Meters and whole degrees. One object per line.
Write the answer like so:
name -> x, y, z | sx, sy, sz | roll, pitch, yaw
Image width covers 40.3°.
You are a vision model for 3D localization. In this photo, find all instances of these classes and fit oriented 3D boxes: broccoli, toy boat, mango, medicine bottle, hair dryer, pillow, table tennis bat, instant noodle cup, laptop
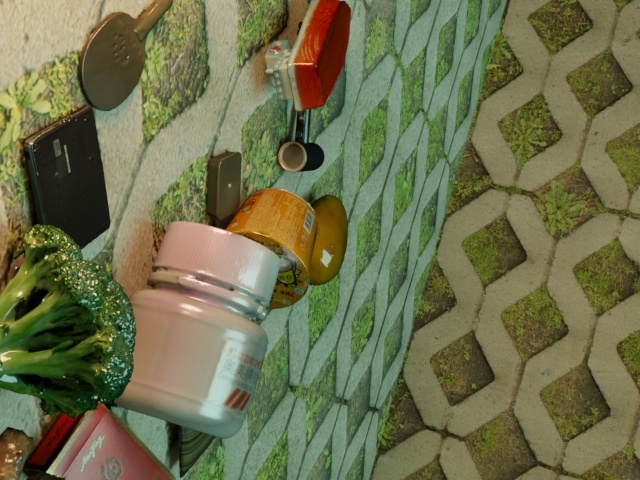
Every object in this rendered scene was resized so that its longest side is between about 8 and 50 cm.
broccoli -> -0.377, 0.117, 1.155 | 0.254, 0.269, 0.269 | -44, -170, 49
toy boat -> -0.026, -0.408, 1.821 | 0.332, 0.133, 0.145 | -71, 157, -44
mango -> -0.002, 0.007, 2.116 | 0.254, 0.139, 0.175 | -60, 162, -51
medicine bottle -> -0.212, 0.153, 1.493 | 0.256, 0.256, 0.325 | 52, 53, -65
hair dryer -> -0.030, -0.280, 1.972 | 0.128, 0.070, 0.255 | -9, 106, -69
pillow -> -0.244, 0.353, 1.829 | 0.208, 0.052, 0.212 | -47, 147, -57
table tennis bat -> -0.294, -0.298, 1.331 | 0.234, 0.022, 0.131 | -60, 153, -31
instant noodle cup -> -0.105, 0.008, 1.773 | 0.172, 0.215, 0.216 | -69, 160, -43
laptop -> -0.364, -0.078, 1.273 | 0.154, 0.026, 0.207 | -47, 145, -51

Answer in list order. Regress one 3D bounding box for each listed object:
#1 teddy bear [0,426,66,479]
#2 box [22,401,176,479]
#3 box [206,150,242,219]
teddy bear -> -0.469, 0.341, 1.133 | 0.246, 0.222, 0.296 | -40, -175, -9
box -> -0.355, 0.381, 1.423 | 0.153, 0.074, 0.240 | -57, 130, -34
box -> -0.189, -0.109, 1.703 | 0.091, 0.031, 0.126 | -39, 138, -58
